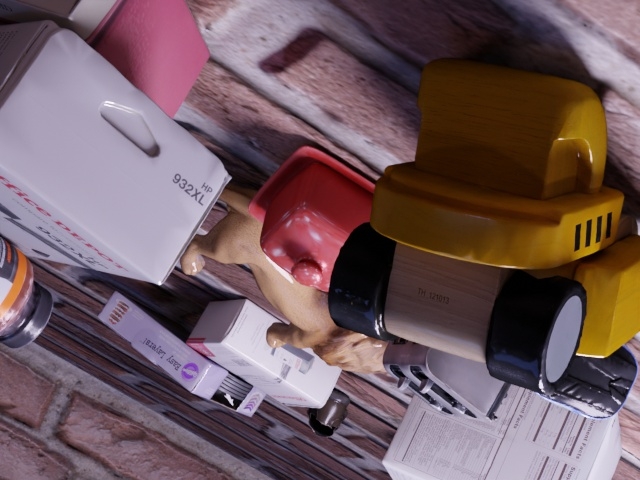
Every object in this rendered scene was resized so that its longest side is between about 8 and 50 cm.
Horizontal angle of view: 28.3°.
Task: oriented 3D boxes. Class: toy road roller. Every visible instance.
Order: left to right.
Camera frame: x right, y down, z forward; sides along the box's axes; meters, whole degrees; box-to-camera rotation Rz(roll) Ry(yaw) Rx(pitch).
[{"bbox_3d":[0.171,-0.029,1.081,0.203,0.240,0.330,17,-164,28],"label":"toy road roller"}]

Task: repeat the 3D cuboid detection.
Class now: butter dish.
[{"bbox_3d":[0.000,0.000,1.400,0.160,0.118,0.160,31,140,-13],"label":"butter dish"}]

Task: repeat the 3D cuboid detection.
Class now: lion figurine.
[{"bbox_3d":[-0.037,0.039,1.566,0.392,0.142,0.240,37,161,-28],"label":"lion figurine"}]

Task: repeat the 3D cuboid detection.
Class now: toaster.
[{"bbox_3d":[0.168,0.102,1.421,0.110,0.185,0.168,33,169,-10],"label":"toaster"}]

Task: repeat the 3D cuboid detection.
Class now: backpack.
[{"bbox_3d":[0.297,0.142,1.445,0.114,0.105,0.084,27,-176,-2],"label":"backpack"}]

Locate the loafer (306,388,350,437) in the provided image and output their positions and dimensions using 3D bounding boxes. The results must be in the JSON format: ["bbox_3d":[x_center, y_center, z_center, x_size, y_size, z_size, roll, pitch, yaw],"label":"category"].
[{"bbox_3d":[0.003,0.335,2.415,0.080,0.078,0.220,25,162,7],"label":"loafer"}]

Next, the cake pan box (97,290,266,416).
[{"bbox_3d":[-0.244,0.211,2.296,0.267,0.070,0.246,34,179,30],"label":"cake pan box"}]

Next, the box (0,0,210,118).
[{"bbox_3d":[-0.218,-0.208,1.172,0.149,0.126,0.232,21,162,20],"label":"box"}]

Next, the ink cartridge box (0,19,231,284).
[{"bbox_3d":[-0.267,-0.081,1.170,0.223,0.129,0.307,41,160,-33],"label":"ink cartridge box"}]

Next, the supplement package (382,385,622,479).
[{"bbox_3d":[0.259,0.301,1.768,0.263,0.198,0.199,19,160,23],"label":"supplement package"}]

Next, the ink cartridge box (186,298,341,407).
[{"bbox_3d":[-0.093,0.191,2.140,0.218,0.092,0.159,37,160,-21],"label":"ink cartridge box"}]

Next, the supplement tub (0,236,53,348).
[{"bbox_3d":[-0.354,0.030,1.233,0.106,0.106,0.198,7,154,47],"label":"supplement tub"}]
